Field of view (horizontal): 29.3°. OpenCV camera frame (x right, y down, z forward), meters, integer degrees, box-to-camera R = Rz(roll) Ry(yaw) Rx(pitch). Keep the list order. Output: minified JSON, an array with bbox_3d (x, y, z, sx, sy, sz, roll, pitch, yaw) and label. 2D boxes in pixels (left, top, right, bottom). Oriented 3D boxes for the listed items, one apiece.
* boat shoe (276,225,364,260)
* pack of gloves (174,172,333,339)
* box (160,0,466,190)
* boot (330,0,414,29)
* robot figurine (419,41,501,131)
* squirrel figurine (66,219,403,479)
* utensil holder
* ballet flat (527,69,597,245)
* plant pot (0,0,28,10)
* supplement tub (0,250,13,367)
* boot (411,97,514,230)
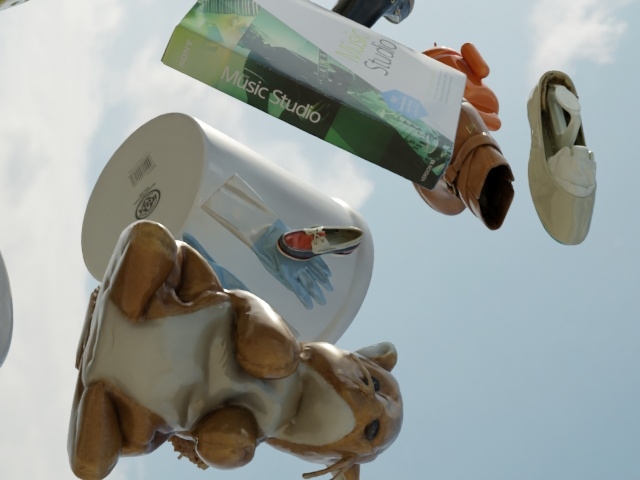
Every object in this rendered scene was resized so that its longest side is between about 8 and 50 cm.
[{"bbox_3d":[0.000,0.000,1.778,0.043,0.137,0.049,-45,-127,46],"label":"boat shoe"},{"bbox_3d":[-0.106,0.049,1.760,0.232,0.195,0.046,44,-30,-1],"label":"pack of gloves"},{"bbox_3d":[0.004,-0.192,1.374,0.232,0.322,0.058,-71,-174,-59],"label":"box"},{"bbox_3d":[0.073,-0.379,2.062,0.085,0.236,0.178,34,-96,14],"label":"boot"},{"bbox_3d":[0.218,-0.243,2.083,0.158,0.128,0.219,85,-20,-47],"label":"robot figurine"},{"bbox_3d":[-0.097,0.160,1.459,0.397,0.370,0.281,172,-69,-73],"label":"squirrel figurine"},{"bbox_3d":[-0.156,0.006,2.042,0.327,0.385,0.328,-24,-128,35],"label":"utensil holder"},{"bbox_3d":[0.301,-0.112,1.518,0.086,0.086,0.248,-50,-147,45],"label":"ballet flat"},{"bbox_3d":[-0.557,-0.518,2.150,0.212,0.212,0.187,-26,-81,31],"label":"plant pot"},{"bbox_3d":[-0.578,0.089,1.536,0.235,0.325,0.235,-11,90,-83],"label":"supplement tub"},{"bbox_3d":[0.231,-0.090,1.883,0.283,0.109,0.220,85,-21,-46],"label":"boot"}]
